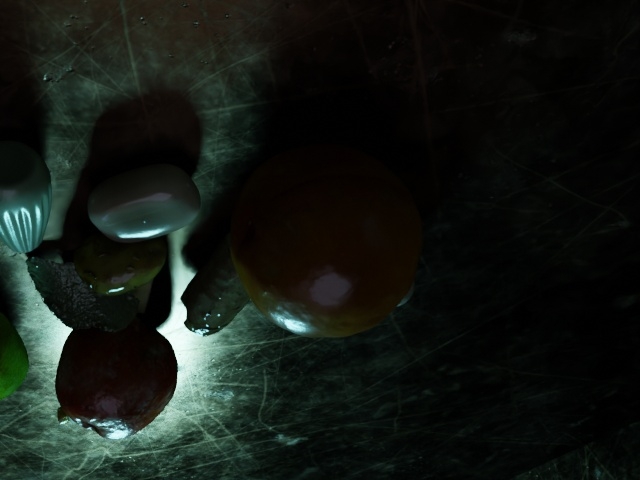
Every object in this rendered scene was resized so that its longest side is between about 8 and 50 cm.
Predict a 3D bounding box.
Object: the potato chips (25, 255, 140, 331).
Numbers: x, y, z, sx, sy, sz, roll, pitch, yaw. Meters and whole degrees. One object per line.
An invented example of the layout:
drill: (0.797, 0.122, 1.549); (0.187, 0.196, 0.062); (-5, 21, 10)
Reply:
potato chips: (-0.486, 0.106, 1.599); (0.228, 0.059, 0.167); (8, 112, -7)

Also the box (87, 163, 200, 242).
box: (-0.318, -0.066, 1.417); (0.200, 0.088, 0.146); (-17, 144, 8)

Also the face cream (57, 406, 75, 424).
face cream: (-0.591, 0.440, 2.041); (0.182, 0.051, 0.072); (-12, 144, 1)

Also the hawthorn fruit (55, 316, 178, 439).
hawthorn fruit: (-0.447, 0.290, 1.725); (0.284, 0.284, 0.284); (-6, 143, -5)

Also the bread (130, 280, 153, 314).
bread: (-0.398, 0.107, 1.674); (0.068, 0.028, 0.154); (5, 141, -17)

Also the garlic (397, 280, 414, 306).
garlic: (0.119, 0.024, 1.613); (0.207, 0.207, 0.257); (14, 102, -28)

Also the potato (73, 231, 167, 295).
potato: (-0.384, 0.043, 1.512); (0.176, 0.137, 0.137); (0, 143, 5)

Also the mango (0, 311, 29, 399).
mango: (-0.741, 0.245, 1.643); (0.225, 0.201, 0.382); (-25, 157, -17)

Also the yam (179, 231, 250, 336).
yam: (-0.192, 0.088, 1.616); (0.129, 0.128, 0.238); (38, 124, -3)

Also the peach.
peach: (0.000, 0.000, 1.371); (0.301, 0.343, 0.343); (22, 133, -38)

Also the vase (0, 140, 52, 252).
vase: (-0.526, -0.062, 1.354); (0.128, 0.128, 0.248); (0, 150, -13)
